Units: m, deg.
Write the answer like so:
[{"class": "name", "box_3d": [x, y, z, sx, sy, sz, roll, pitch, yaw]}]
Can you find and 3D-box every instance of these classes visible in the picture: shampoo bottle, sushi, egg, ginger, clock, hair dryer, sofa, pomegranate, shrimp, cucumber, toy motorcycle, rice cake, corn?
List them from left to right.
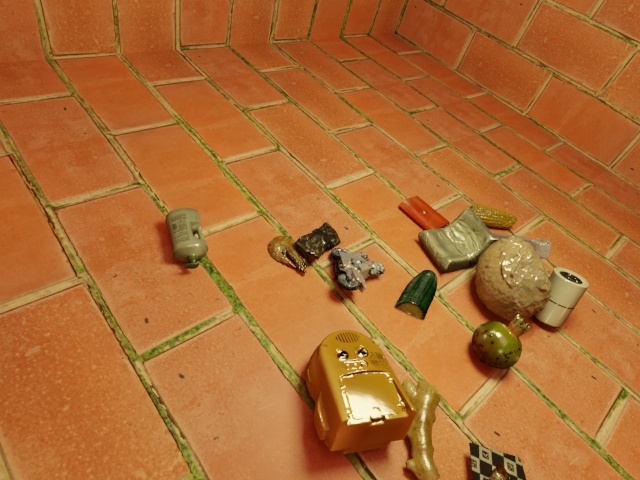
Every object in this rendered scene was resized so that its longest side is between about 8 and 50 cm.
[{"class": "shampoo bottle", "box_3d": [-0.447, -0.001, 1.407, 0.118, 0.087, 0.234, -7, 51, -25]}, {"class": "shrimp", "box_3d": [-0.112, 0.056, 1.510, 0.101, 0.042, 0.190, -37, 66, -19]}, {"class": "clock", "box_3d": [0.091, 0.397, 1.154, 0.244, 0.200, 0.317, 4, 38, -20]}, {"class": "toy motorcycle", "box_3d": [0.147, 0.104, 1.500, 0.203, 0.108, 0.239, 9, 45, -12]}, {"class": "cucumber", "box_3d": [0.374, 0.180, 1.545, 0.115, 0.063, 0.244, 30, 43, 10]}, {"class": "ginger", "box_3d": [0.290, 0.530, 1.169, 0.117, 0.065, 0.299, 4, 43, 3]}, {"class": "sofa", "box_3d": [0.551, -0.001, 1.697, 0.225, 0.176, 0.210, -8, 51, -26]}, {"class": "corn", "box_3d": [0.792, -0.112, 1.952, 0.261, 0.097, 0.097, 10, 45, -12]}, {"class": "sushi", "box_3d": [0.475, 0.674, 1.116, 0.192, 0.040, 0.210, 21, 41, -10]}, {"class": "pomegranate", "box_3d": [0.599, 0.331, 1.383, 0.159, 0.205, 0.159, 35, 21, -16]}, {"class": "egg", "box_3d": [0.706, 0.143, 1.550, 0.278, 0.279, 0.311, -2, 74, -21]}, {"class": "rice cake", "box_3d": [0.806, 0.013, 1.722, 0.056, 0.073, 0.365, -2, 9, -13]}, {"class": "hair dryer", "box_3d": [0.917, 0.165, 1.685, 0.128, 0.203, 0.362, 17, 27, 1]}]

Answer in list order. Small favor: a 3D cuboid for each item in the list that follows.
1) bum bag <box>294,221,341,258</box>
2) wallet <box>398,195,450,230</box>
[{"class": "bum bag", "box_3d": [0.001, 0.000, 1.569, 0.102, 0.069, 0.248, 30, 34, 18]}, {"class": "wallet", "box_3d": [0.467, -0.118, 1.876, 0.142, 0.045, 0.204, -25, 59, -36]}]
